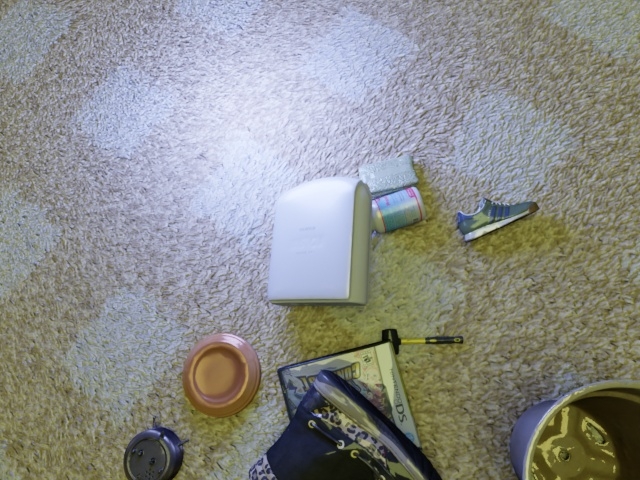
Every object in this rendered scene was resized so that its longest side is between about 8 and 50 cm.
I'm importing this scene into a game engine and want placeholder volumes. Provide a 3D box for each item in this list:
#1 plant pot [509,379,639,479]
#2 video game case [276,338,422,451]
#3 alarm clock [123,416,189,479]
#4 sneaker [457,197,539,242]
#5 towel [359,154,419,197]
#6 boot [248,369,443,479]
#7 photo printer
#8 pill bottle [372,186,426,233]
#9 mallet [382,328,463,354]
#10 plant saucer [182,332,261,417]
[{"bbox_3d":[0.501,0.425,0.805,0.333,0.305,0.335,-2,74,7],"label":"plant pot"},{"bbox_3d":[0.063,0.380,0.995,0.274,0.035,0.249,-16,83,5],"label":"video game case"},{"bbox_3d":[-0.404,0.529,1.029,0.129,0.064,0.192,26,83,13],"label":"alarm clock"},{"bbox_3d":[0.424,-0.071,1.070,0.192,0.064,0.086,-25,78,4],"label":"sneaker"},{"bbox_3d":[0.173,-0.166,1.131,0.147,0.027,0.110,-12,54,9],"label":"towel"},{"bbox_3d":[0.056,0.493,0.897,0.377,0.138,0.284,41,90,13],"label":"boot"},{"bbox_3d":[0.000,0.000,1.048,0.255,0.107,0.308,-5,73,35],"label":"photo printer"},{"bbox_3d":[0.173,-0.068,1.093,0.160,0.087,0.087,-19,74,2],"label":"pill bottle"},{"bbox_3d":[0.238,0.245,1.031,0.189,0.039,0.063,5,78,4],"label":"mallet"},{"bbox_3d":[-0.245,0.327,1.072,0.199,0.037,0.200,-2,75,8],"label":"plant saucer"}]
